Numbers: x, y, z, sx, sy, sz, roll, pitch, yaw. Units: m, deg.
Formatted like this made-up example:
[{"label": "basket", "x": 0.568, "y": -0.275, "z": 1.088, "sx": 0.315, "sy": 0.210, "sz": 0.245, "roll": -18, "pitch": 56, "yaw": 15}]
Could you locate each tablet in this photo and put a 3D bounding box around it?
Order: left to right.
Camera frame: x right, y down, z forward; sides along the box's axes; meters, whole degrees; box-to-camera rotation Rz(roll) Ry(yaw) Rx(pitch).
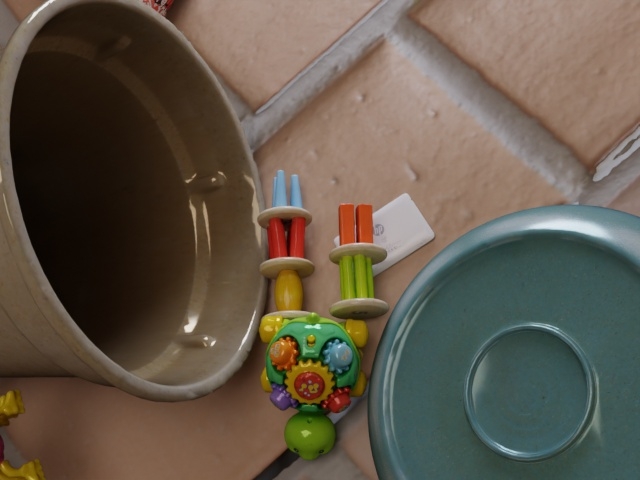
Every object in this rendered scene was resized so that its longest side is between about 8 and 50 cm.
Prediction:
[{"label": "tablet", "x": 0.058, "y": -0.002, "z": 0.780, "sx": 0.083, "sy": 0.006, "sz": 0.054, "roll": -33, "pitch": 65, "yaw": 5}]

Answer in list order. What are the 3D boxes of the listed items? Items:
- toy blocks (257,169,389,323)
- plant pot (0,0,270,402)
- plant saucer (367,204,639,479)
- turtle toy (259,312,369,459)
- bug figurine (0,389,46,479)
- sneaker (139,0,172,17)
[{"label": "toy blocks", "x": 0.000, "y": 0.000, "z": 0.766, "sx": 0.123, "sy": 0.054, "sz": 0.148, "roll": -12, "pitch": 69, "yaw": 23}, {"label": "plant pot", "x": -0.258, "y": -0.007, "z": 0.740, "sx": 0.305, "sy": 0.334, "sz": 0.334, "roll": -14, "pitch": 68, "yaw": 26}, {"label": "plant saucer", "x": 0.162, "y": 0.116, "z": 0.634, "sx": 0.317, "sy": 0.043, "sz": 0.318, "roll": -15, "pitch": 64, "yaw": 32}, {"label": "turtle toy", "x": -0.007, "y": 0.122, "z": 0.714, "sx": 0.095, "sy": 0.066, "sz": 0.130, "roll": 2, "pitch": 111, "yaw": 3}, {"label": "bug figurine", "x": -0.296, "y": 0.260, "z": 0.726, "sx": 0.216, "sy": 0.072, "sz": 0.279, "roll": -42, "pitch": 65, "yaw": 38}, {"label": "sneaker", "x": -0.258, "y": -0.337, "z": 0.951, "sx": 0.270, "sy": 0.090, "sz": 0.145, "roll": 36, "pitch": 85, "yaw": 21}]
